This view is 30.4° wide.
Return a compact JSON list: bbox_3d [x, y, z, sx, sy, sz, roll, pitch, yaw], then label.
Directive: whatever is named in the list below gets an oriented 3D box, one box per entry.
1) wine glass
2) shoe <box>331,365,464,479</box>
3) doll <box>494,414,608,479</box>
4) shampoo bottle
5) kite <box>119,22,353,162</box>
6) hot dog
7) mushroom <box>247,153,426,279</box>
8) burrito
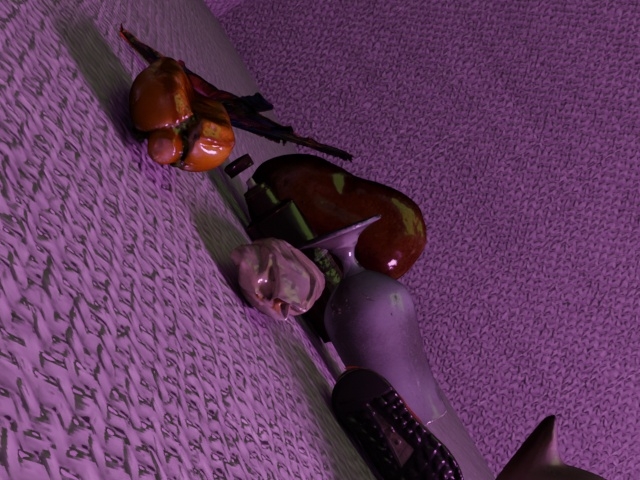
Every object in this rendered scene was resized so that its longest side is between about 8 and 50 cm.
[{"bbox_3d":[0.059,0.095,1.284,0.103,0.103,0.230,-24,93,-86],"label":"wine glass"},{"bbox_3d":[0.078,0.201,1.166,0.194,0.074,0.077,55,-1,-11],"label":"shoe"},{"bbox_3d":[0.247,0.363,1.021,0.370,0.226,0.215,47,36,-7],"label":"doll"},{"bbox_3d":[-0.034,0.008,1.345,0.236,0.067,0.068,57,-7,-8],"label":"shampoo bottle"},{"bbox_3d":[-0.116,-0.167,1.412,0.321,0.016,0.234,29,-9,-23],"label":"kite"},{"bbox_3d":[-0.129,-0.110,1.054,0.100,0.068,0.249,43,5,-13],"label":"hot dog"},{"bbox_3d":[0.000,0.000,1.493,0.227,0.148,0.217,29,-26,-3],"label":"mushroom"},{"bbox_3d":[-0.034,0.037,1.133,0.082,0.059,0.275,54,3,5],"label":"burrito"}]
